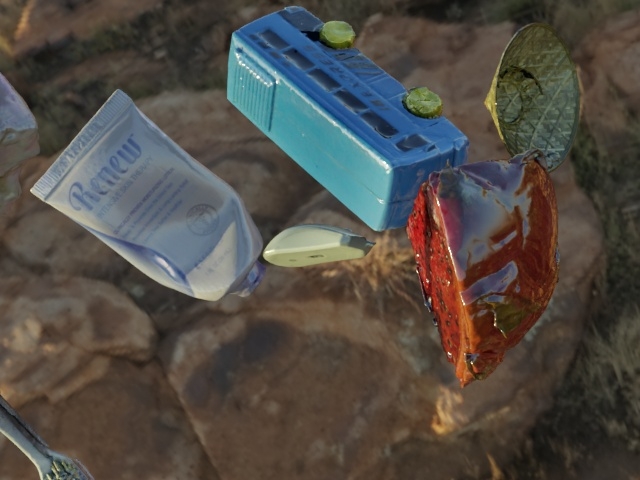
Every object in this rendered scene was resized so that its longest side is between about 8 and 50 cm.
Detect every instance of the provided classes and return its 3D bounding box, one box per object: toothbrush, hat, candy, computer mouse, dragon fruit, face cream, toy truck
[{"bbox_3d":[-0.279,0.080,0.803,0.035,0.413,0.042,-44,32,-15],"label":"toothbrush"},{"bbox_3d":[0.186,-0.135,1.076,0.067,0.146,0.146,3,50,44],"label":"hat"},{"bbox_3d":[-0.413,-0.114,1.186,0.137,0.185,0.195,-29,71,-41],"label":"candy"},{"bbox_3d":[0.000,0.000,1.016,0.110,0.056,0.032,-8,72,26],"label":"computer mouse"},{"bbox_3d":[0.143,0.021,0.854,0.120,0.127,0.161,-11,78,-7],"label":"dragon fruit"},{"bbox_3d":[-0.267,-0.046,1.948,0.235,0.420,0.137,-47,20,9],"label":"face cream"},{"bbox_3d":[0.034,-0.173,1.566,0.162,0.161,0.385,-28,56,-32],"label":"toy truck"}]
